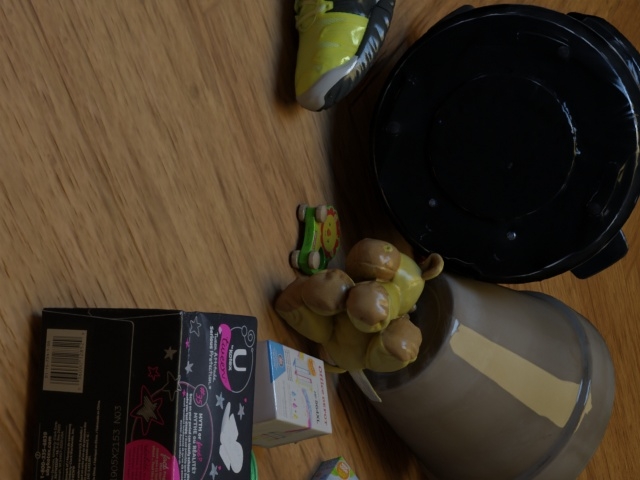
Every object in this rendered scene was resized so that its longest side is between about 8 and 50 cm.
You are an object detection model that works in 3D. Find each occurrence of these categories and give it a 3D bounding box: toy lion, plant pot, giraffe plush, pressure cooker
[{"bbox_3d":[0.000,0.000,1.503,0.096,0.034,0.100,42,53,-61],"label":"toy lion"},{"bbox_3d":[0.193,0.179,1.601,0.280,0.323,0.323,33,59,-36],"label":"plant pot"},{"bbox_3d":[0.070,0.073,1.458,0.170,0.181,0.210,-58,145,-31],"label":"giraffe plush"},{"bbox_3d":[0.277,-0.142,1.637,0.420,0.375,0.370,-18,118,-73],"label":"pressure cooker"}]

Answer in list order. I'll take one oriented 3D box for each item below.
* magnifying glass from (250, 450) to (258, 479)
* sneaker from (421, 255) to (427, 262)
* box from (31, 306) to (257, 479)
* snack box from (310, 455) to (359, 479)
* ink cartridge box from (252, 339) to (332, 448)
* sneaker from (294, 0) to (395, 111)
[{"bbox_3d":[-0.095,0.335,1.326,0.092,0.026,0.231,-18,106,-59],"label":"magnifying glass"},{"bbox_3d":[0.205,-0.014,1.826,0.175,0.064,0.067,-31,105,-60],"label":"sneaker"},{"bbox_3d":[-0.163,0.189,1.077,0.142,0.163,0.247,15,77,-63],"label":"box"},{"bbox_3d":[0.034,0.364,1.492,0.141,0.037,0.100,55,38,-13],"label":"snack box"},{"bbox_3d":[-0.054,0.177,1.320,0.143,0.090,0.092,28,50,-56],"label":"ink cartridge box"},{"bbox_3d":[0.015,-0.343,1.474,0.147,0.145,0.385,23,68,-25],"label":"sneaker"}]
